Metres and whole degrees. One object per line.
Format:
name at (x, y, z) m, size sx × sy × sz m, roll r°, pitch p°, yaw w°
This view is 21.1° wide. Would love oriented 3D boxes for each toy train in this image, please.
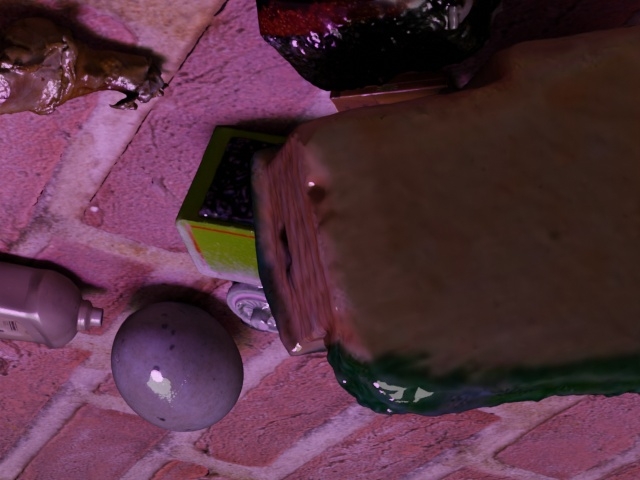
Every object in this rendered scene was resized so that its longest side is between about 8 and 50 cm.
toy train at (0.000, 0.000, 1.947) m, size 0.307 × 0.173 × 0.249 m, roll 11°, pitch 150°, yaw 19°

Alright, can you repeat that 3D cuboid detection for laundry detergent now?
laundry detergent at (-0.421, 0.090, 2.331) m, size 0.253 × 0.091 × 0.181 m, roll 7°, pitch 155°, yaw -1°

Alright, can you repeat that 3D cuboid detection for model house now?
model house at (0.146, 0.003, 1.637) m, size 0.382 × 0.335 × 0.342 m, roll -9°, pitch 174°, yaw -13°

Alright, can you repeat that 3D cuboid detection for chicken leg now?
chicken leg at (-0.265, -0.179, 1.780) m, size 0.227 × 0.088 × 0.103 m, roll -2°, pitch 119°, yaw -16°

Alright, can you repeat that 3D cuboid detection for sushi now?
sushi at (0.054, -0.218, 1.570) m, size 0.225 × 0.136 × 0.126 m, roll -5°, pitch 142°, yaw 32°

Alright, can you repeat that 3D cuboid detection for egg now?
egg at (-0.196, 0.173, 2.351) m, size 0.169 × 0.169 × 0.236 m, roll -1°, pitch 153°, yaw 16°

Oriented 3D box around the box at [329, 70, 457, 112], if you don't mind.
box at (0.085, -0.142, 1.830) m, size 0.133 × 0.023 × 0.090 m, roll -5°, pitch 152°, yaw 22°
